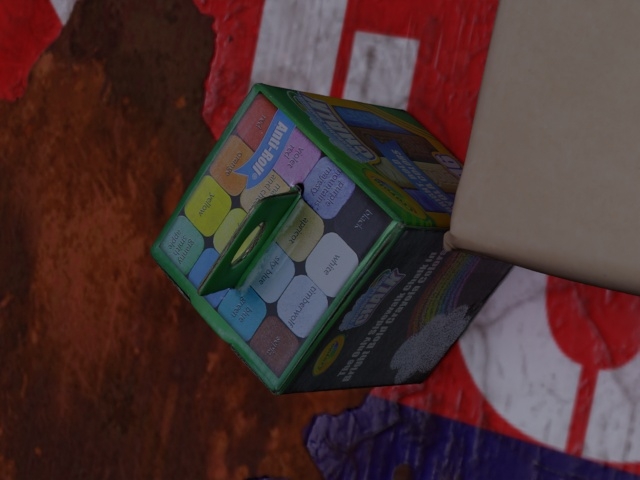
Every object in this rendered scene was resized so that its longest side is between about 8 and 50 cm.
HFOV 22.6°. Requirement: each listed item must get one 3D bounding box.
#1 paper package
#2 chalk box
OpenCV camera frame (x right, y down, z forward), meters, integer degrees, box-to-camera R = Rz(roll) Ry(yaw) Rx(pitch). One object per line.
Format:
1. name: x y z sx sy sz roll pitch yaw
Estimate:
1. paper package: 0.260 -0.108 0.806 0.324 0.168 0.310 14 95 35
2. chalk box: 0.000 0.000 0.947 0.132 0.213 0.132 46 112 27
